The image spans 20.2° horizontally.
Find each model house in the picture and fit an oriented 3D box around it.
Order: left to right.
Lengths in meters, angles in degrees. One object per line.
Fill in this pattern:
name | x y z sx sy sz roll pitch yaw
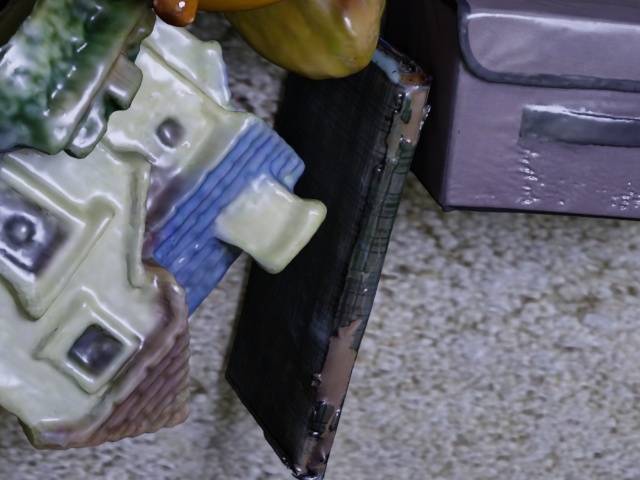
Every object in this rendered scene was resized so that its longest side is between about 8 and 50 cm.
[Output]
model house | -0.152 -0.017 1.198 0.266 0.261 0.321 39 88 -18

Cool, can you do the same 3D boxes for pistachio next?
pistachio | -0.022 -0.185 1.249 0.189 0.100 0.110 49 124 17

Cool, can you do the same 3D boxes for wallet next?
wallet | 0.001 0.000 1.315 0.044 0.169 0.317 2 114 -27

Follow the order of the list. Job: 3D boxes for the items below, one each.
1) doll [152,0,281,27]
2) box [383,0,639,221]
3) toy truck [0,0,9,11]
doll | -0.069 -0.211 1.033 0.213 0.236 0.213 7 142 5
box | 0.182 -0.110 1.293 0.252 0.188 0.153 2 113 -15
toy truck | -0.280 -0.303 1.036 0.254 0.181 0.405 0 142 -12
